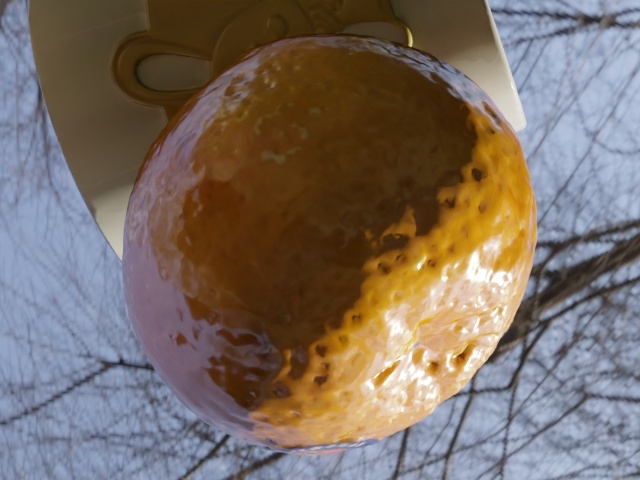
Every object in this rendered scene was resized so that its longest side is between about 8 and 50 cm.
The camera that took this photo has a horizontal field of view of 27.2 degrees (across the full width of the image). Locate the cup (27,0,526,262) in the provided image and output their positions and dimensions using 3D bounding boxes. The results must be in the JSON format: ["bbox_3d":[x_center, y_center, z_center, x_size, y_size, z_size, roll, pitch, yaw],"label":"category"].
[{"bbox_3d":[-0.010,-0.065,0.698,0.226,0.185,0.241,-20,-78,9],"label":"cup"}]

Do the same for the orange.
[{"bbox_3d":[0.003,0.001,0.551,0.177,0.177,0.155,-13,-127,-19],"label":"orange"}]
